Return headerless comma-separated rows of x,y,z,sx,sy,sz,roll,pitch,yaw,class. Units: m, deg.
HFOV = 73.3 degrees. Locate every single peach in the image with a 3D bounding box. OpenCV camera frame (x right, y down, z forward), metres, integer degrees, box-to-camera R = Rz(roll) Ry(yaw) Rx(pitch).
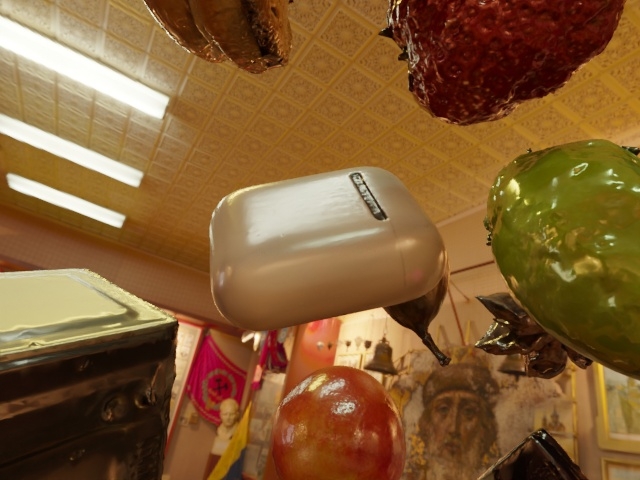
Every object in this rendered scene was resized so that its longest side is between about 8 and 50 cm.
0.052,0.523,1.175,0.387,0.389,0.388,10,-24,5,peach

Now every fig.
0.179,0.104,0.810,0.169,0.275,0.146,-2,-32,-17,fig

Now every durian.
0.311,0.012,0.454,0.255,0.340,0.205,16,-66,12,durian

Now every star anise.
0.461,0.146,0.835,0.331,0.118,0.332,-2,-62,-4,star anise

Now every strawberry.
0.233,-0.281,0.546,0.257,0.258,0.276,29,-7,-33,strawberry

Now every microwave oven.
-0.276,0.222,0.336,0.218,0.355,0.286,15,8,37,microwave oven

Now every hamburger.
-0.121,-0.390,0.561,0.174,0.305,0.284,4,-17,15,hamburger

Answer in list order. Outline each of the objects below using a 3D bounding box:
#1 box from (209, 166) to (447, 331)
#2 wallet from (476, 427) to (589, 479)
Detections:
0.000,-0.001,0.685,0.348,0.289,0.141,-11,-54,-7,box
0.180,0.315,0.310,0.071,0.262,0.221,9,-57,-37,wallet
